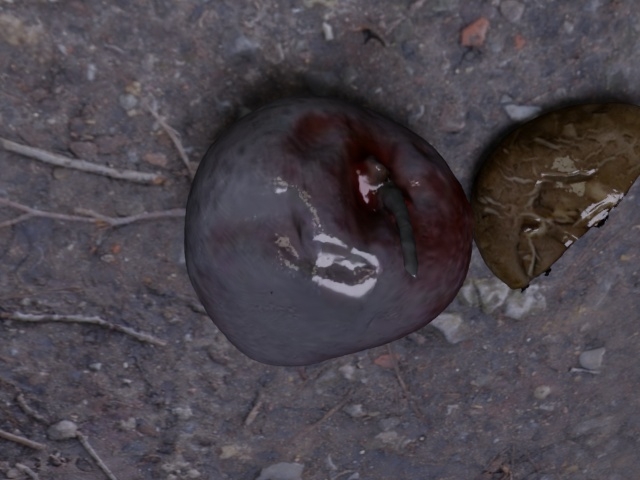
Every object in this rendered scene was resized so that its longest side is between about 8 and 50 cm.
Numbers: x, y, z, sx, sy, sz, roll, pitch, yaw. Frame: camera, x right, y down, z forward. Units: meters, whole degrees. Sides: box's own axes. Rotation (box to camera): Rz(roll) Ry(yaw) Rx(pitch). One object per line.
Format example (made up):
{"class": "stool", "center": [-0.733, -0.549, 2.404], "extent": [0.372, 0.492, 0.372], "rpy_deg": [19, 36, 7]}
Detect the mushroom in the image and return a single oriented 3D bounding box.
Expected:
{"class": "mushroom", "center": [0.283, -0.077, 1.033], "extent": [0.151, 0.156, 0.285], "rpy_deg": [40, 115, 0]}

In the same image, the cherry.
{"class": "cherry", "center": [-0.010, -0.004, 0.930], "extent": [0.335, 0.291, 0.326], "rpy_deg": [-23, 145, 26]}
